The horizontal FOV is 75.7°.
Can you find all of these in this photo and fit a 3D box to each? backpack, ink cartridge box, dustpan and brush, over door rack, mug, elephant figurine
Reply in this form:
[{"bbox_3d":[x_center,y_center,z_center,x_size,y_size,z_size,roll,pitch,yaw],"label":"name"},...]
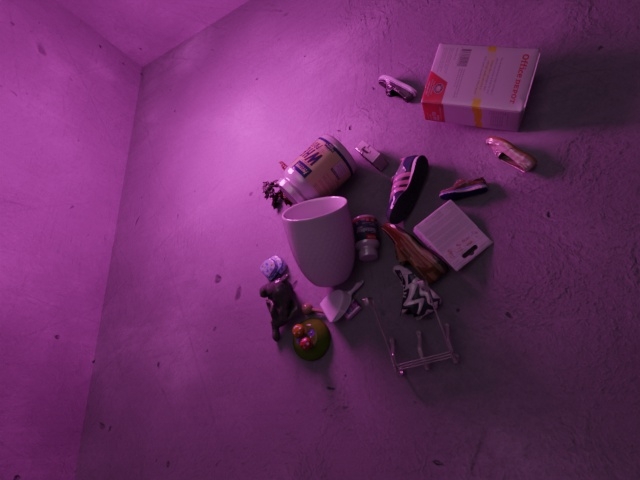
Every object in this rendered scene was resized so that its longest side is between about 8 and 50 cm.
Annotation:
[{"bbox_3d":[-0.227,0.130,1.987,0.114,0.084,0.105,-50,56,2],"label":"backpack"},{"bbox_3d":[0.639,-0.617,1.662,0.385,0.160,0.279,16,80,23],"label":"ink cartridge box"},{"bbox_3d":[0.100,0.240,1.751,0.211,0.060,0.147,-53,31,9],"label":"dustpan and brush"},{"bbox_3d":[0.506,-0.016,1.592,0.189,0.066,0.232,-37,75,-6],"label":"ink cartridge box"},{"bbox_3d":[0.335,0.313,1.503,0.240,0.108,0.324,-23,91,23],"label":"over door rack"},{"bbox_3d":[0.236,-0.389,1.899,0.056,0.099,0.135,-47,53,8],"label":"ink cartridge box"},{"bbox_3d":[0.000,0.000,1.770,0.277,0.327,0.374,-17,21,-8],"label":"mug"},{"bbox_3d":[-0.175,0.304,1.844,0.170,0.186,0.239,-16,62,10],"label":"elephant figurine"}]

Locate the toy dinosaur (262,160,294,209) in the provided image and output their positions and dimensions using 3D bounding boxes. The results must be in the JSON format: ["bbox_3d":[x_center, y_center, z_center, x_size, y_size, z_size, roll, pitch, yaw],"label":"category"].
[{"bbox_3d":[-0.168,-0.260,2.099,0.219,0.164,0.321,-19,42,8],"label":"toy dinosaur"}]

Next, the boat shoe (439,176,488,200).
[{"bbox_3d":[0.567,-0.207,1.648,0.183,0.066,0.066,-9,61,18],"label":"boat shoe"}]

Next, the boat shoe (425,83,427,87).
[{"bbox_3d":[0.536,-0.645,1.832,0.190,0.072,0.068,39,94,36],"label":"boat shoe"}]

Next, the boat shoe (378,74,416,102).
[{"bbox_3d":[0.354,-0.721,1.979,0.228,0.080,0.076,39,92,29],"label":"boat shoe"}]

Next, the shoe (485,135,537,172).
[{"bbox_3d":[0.722,-0.334,1.589,0.058,0.076,0.219,-47,56,1],"label":"shoe"}]

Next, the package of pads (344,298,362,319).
[{"bbox_3d":[0.131,0.291,1.731,0.083,0.032,0.050,-46,57,8],"label":"package of pads"}]

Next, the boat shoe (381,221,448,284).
[{"bbox_3d":[0.352,0.049,1.639,0.120,0.123,0.324,-52,53,10],"label":"boat shoe"}]

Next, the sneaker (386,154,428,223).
[{"bbox_3d":[0.348,-0.219,1.773,0.131,0.112,0.318,18,78,53],"label":"sneaker"}]

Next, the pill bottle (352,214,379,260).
[{"bbox_3d":[0.197,-0.009,1.764,0.108,0.108,0.180,-17,64,26],"label":"pill bottle"}]

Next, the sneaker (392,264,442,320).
[{"bbox_3d":[0.334,0.212,1.597,0.153,0.094,0.235,-46,64,-2],"label":"sneaker"}]

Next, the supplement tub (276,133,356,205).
[{"bbox_3d":[-0.020,-0.304,1.908,0.325,0.235,0.235,-44,54,-5],"label":"supplement tub"}]

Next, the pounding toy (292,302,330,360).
[{"bbox_3d":[-0.054,0.389,1.758,0.183,0.110,0.236,10,77,34],"label":"pounding toy"}]
